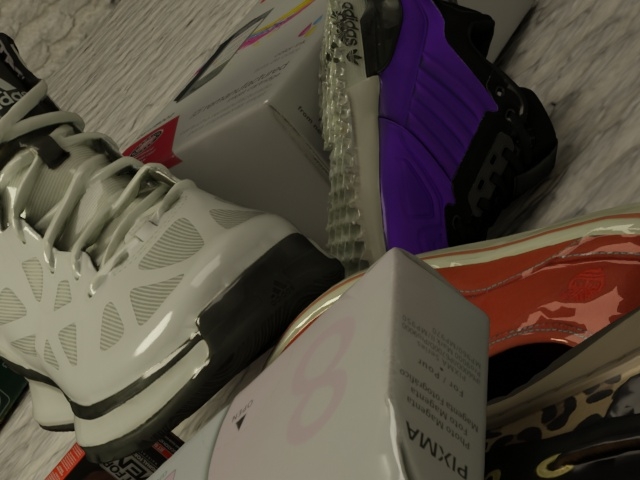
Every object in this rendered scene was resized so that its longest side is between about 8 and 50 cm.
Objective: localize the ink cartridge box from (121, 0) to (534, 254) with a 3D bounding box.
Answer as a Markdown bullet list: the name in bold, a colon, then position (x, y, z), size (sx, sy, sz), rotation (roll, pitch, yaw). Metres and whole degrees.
- **ink cartridge box**: position (-0.005, -0.103, 1.456), size (0.226, 0.131, 0.306), rotation (-26, 22, 43)

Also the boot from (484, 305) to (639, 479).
- **boot**: position (0.070, 0.183, 0.690), size (0.377, 0.138, 0.284), rotation (-34, 21, 24)

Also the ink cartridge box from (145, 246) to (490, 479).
- **ink cartridge box**: position (-0.019, 0.137, 0.694), size (0.189, 0.066, 0.232), rotation (-44, 19, 32)

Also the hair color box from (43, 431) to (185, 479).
- **hair color box**: position (-0.155, 0.182, 1.357), size (0.141, 0.072, 0.043), rotation (-50, 16, -5)

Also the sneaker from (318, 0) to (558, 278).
- **sneaker**: position (0.078, -0.041, 1.207), size (0.102, 0.146, 0.293), rotation (104, 166, -56)

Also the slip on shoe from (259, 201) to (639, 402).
- **slip on shoe**: position (0.072, 0.073, 0.967), size (0.331, 0.123, 0.101), rotation (-21, 35, 48)

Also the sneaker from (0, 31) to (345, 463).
- **sneaker**: position (-0.166, -0.011, 1.227), size (0.169, 0.257, 0.447), rotation (-40, 10, -22)

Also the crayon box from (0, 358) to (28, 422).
- **crayon box**: position (-0.426, 0.206, 1.965), size (0.323, 0.083, 0.203), rotation (-24, 29, 53)
